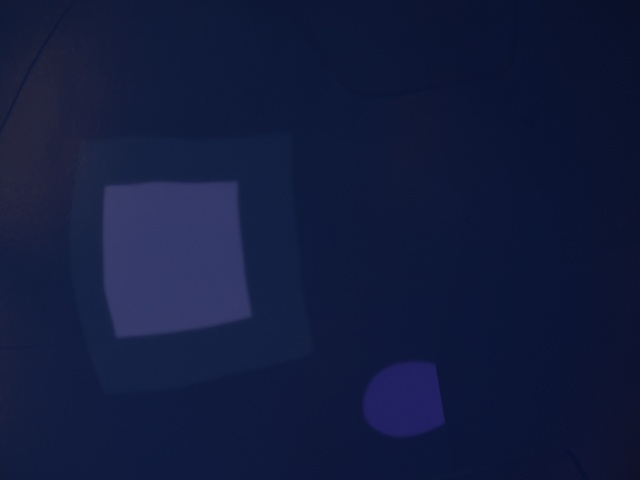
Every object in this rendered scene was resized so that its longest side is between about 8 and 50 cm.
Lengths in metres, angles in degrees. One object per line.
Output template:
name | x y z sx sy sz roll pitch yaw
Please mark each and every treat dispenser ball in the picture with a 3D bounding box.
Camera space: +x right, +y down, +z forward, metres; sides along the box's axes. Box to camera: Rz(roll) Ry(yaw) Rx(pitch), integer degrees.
treat dispenser ball | 0.000 0.000 0.479 0.288 0.288 0.288 3 96 36
